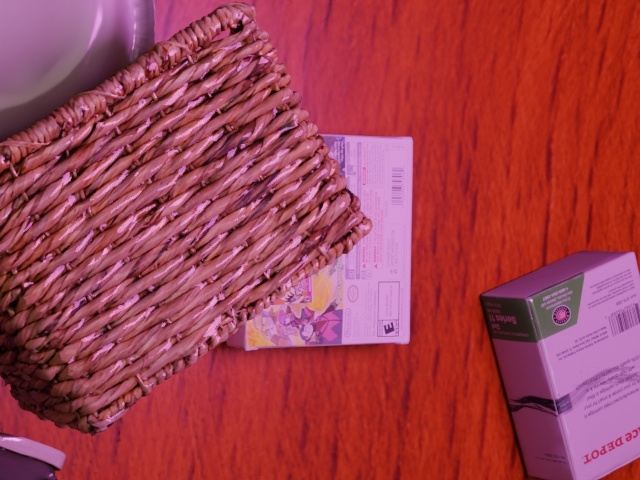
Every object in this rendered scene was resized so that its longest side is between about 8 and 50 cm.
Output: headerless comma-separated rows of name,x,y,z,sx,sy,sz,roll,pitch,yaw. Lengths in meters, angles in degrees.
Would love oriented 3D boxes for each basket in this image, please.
basket,-0.154,-0.027,1.376,0.299,0.213,0.223,-36,108,-19

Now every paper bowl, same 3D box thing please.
paper bowl,-0.270,-0.172,1.381,0.284,0.148,0.284,1,86,-18

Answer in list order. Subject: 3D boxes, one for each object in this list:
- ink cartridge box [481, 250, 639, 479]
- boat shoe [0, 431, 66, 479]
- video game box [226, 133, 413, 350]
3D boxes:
ink cartridge box,0.270,0.131,1.828,0.153,0.087,0.208,-21,101,-30
boat shoe,-0.318,0.178,1.464,0.227,0.081,0.069,24,75,-33
video game box,0.000,0.000,1.679,0.187,0.048,0.205,1,91,-34
